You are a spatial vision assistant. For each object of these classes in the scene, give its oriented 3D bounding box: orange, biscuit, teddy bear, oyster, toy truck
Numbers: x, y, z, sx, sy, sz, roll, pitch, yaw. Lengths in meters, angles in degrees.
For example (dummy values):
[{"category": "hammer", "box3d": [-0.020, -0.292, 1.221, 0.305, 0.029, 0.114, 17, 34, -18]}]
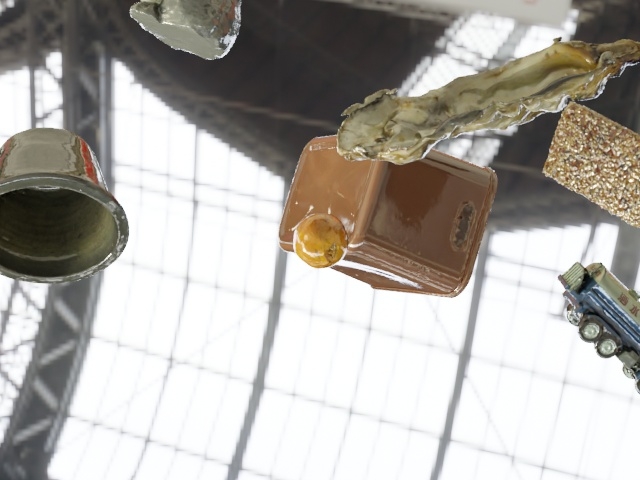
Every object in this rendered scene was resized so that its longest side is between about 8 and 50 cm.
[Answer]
[{"category": "orange", "box3d": [0.000, 0.000, 1.999, 0.084, 0.083, 0.083, 4, -149, -2]}, {"category": "biscuit", "box3d": [0.434, -0.117, 2.107, 0.025, 0.131, 0.231, 2, -157, -39]}, {"category": "teddy bear", "box3d": [-0.148, -0.362, 1.925, 0.144, 0.171, 0.251, 14, -114, 33]}, {"category": "oyster", "box3d": [0.182, -0.144, 1.473, 0.345, 0.078, 0.128, -17, -158, -3]}, {"category": "toy truck", "box3d": [0.373, 0.107, 1.717, 0.202, 0.088, 0.074, 43, -172, -15]}]

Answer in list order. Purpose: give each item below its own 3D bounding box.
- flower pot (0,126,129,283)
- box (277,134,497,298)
[{"category": "flower pot", "box3d": [-0.393, -0.065, 1.980, 0.235, 0.235, 0.148, -1, -129, -10]}, {"category": "box", "box3d": [0.105, -0.050, 2.442, 0.229, 0.239, 0.339, 20, 172, -26]}]
